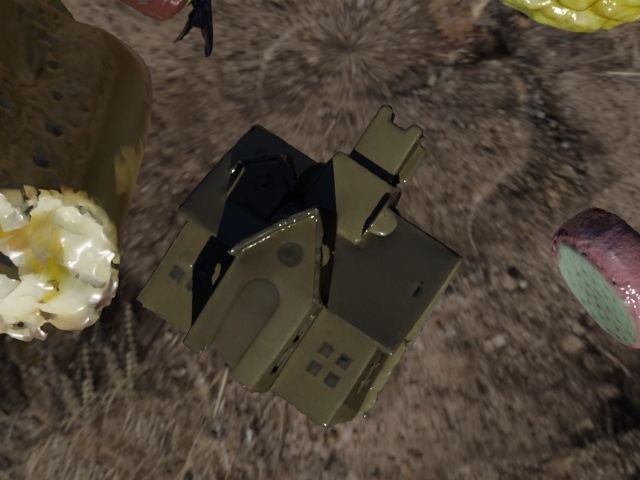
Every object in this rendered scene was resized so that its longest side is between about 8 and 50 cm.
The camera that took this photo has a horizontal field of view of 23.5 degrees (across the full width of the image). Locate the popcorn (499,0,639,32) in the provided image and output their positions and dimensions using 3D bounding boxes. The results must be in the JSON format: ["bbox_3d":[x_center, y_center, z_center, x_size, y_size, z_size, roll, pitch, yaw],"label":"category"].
[{"bbox_3d":[0.237,-0.315,1.435,0.249,0.249,0.225,8,114,0],"label":"popcorn"}]

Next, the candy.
[{"bbox_3d":[0.202,0.025,1.051,0.043,0.103,0.103,-35,95,-8],"label":"candy"}]

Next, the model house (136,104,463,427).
[{"bbox_3d":[0.000,0.000,1.240,0.211,0.204,0.243,33,93,8],"label":"model house"}]

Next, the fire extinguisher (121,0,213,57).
[{"bbox_3d":[-0.256,-0.335,1.829,0.341,0.105,0.142,27,75,-32],"label":"fire extinguisher"}]

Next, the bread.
[{"bbox_3d":[-0.347,-0.116,1.415,0.361,0.394,0.250,34,124,-25],"label":"bread"}]
